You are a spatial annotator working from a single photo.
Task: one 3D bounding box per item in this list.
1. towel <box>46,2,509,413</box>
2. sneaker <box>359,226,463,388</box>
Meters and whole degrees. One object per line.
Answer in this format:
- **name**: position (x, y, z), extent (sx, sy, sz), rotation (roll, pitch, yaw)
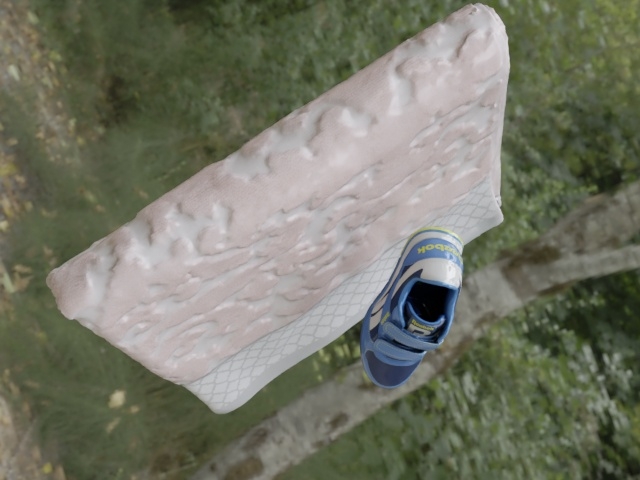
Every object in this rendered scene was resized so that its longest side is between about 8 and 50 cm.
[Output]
- **towel**: position (0.000, 0.000, 0.765), extent (0.053, 0.331, 0.317), rotation (55, -4, 24)
- **sneaker**: position (0.065, 0.061, 0.748), extent (0.059, 0.053, 0.144), rotation (-92, -163, -56)
